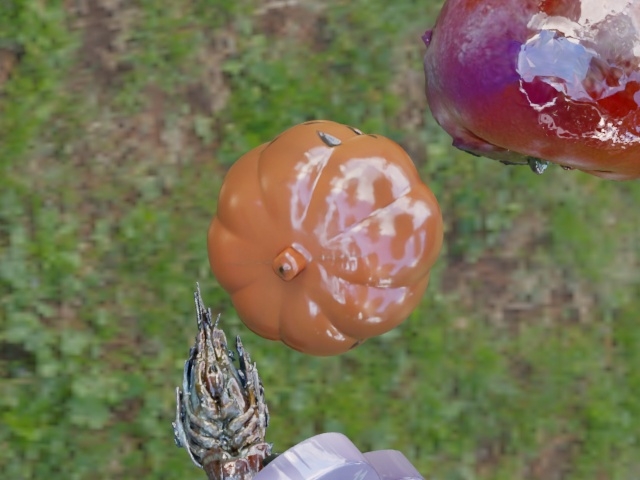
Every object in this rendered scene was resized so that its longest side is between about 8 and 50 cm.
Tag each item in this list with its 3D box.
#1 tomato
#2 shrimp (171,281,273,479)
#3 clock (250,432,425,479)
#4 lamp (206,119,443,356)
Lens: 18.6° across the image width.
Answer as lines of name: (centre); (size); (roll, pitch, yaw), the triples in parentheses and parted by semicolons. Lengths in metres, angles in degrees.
tomato: (0.275, -0.218, 2.132); (0.176, 0.335, 0.289); (37, 67, -83)
shrimp: (-0.095, 0.149, 1.794); (0.079, 0.090, 0.233); (82, -5, -74)
clock: (-0.020, 0.204, 1.366); (0.172, 0.064, 0.198); (-49, 149, 10)
lamp: (0.000, 0.000, 1.550); (0.164, 0.187, 0.187); (-39, 118, -65)
